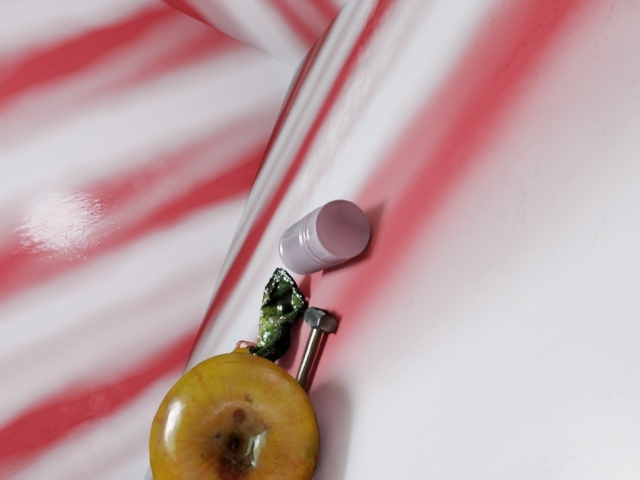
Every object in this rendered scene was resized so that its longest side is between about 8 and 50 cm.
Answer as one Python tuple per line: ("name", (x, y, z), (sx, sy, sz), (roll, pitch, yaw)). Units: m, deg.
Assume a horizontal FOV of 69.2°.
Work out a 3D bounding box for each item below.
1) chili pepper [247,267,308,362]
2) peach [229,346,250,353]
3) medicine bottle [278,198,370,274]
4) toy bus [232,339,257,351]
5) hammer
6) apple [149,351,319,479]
("chili pepper", (-0.108, 0.207, 1.199), (0.148, 0.116, 0.265), (119, 166, -62))
("peach", (-0.203, 0.360, 1.256), (0.138, 0.138, 0.138), (-57, 21, 36))
("medicine bottle", (0.000, 0.000, 1.035), (0.249, 0.133, 0.133), (153, 135, -67))
("toy bus", (-0.233, 0.389, 1.402), (0.077, 0.079, 0.174), (-23, 47, 56))
("hammer", (-0.051, 0.320, 0.980), (0.365, 0.043, 0.111), (-72, 17, -4))
("apple", (-0.152, 0.355, 0.833), (0.275, 0.299, 0.299), (104, 178, -61))
